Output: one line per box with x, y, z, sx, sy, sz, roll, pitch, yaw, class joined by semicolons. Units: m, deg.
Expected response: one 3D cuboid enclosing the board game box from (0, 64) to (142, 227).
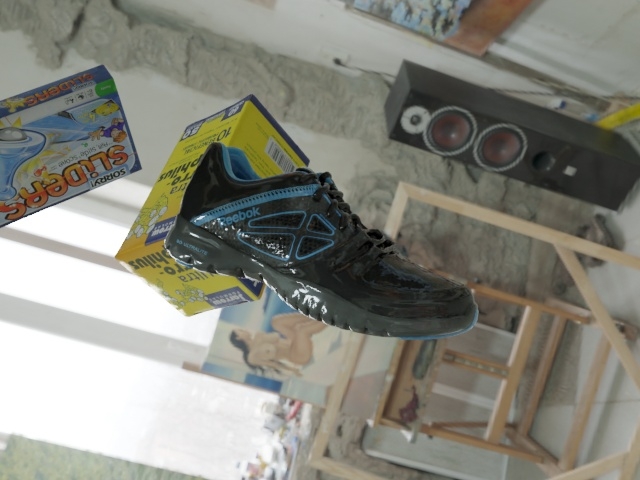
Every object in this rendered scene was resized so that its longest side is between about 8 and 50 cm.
-0.315;-0.100;0.753;0.035;0.201;0.136;49;157;35;board game box

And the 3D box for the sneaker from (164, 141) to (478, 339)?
0.000;0.000;0.676;0.125;0.340;0.140;5;-77;-73;sneaker

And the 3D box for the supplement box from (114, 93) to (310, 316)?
-0.187;-0.066;1.250;0.194;0.195;0.357;-17;41;35;supplement box
